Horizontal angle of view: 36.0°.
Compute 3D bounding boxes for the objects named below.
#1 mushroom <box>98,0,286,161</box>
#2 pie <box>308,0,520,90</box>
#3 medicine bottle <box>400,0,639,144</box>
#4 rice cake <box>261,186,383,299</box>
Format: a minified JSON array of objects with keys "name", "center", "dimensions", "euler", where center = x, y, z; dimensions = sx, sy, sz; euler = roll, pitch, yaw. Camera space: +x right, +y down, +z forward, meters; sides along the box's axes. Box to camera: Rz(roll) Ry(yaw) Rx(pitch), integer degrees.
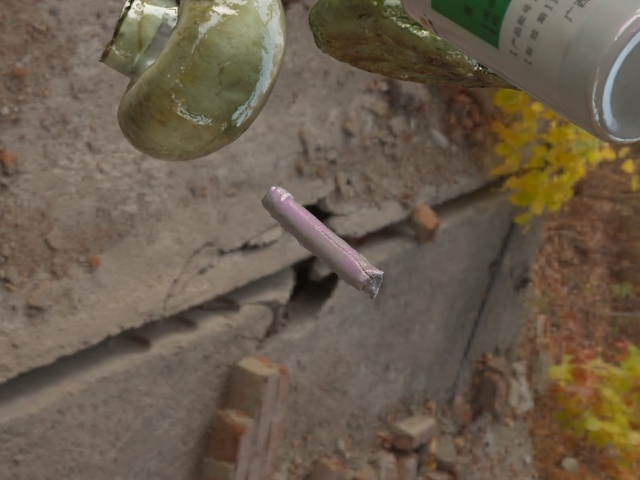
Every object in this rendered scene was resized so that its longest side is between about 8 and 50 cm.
[{"name":"mushroom","center":[-0.204,-0.295,1.564],"dimensions":[0.260,0.352,0.352],"euler":[24,66,-18]},{"name":"pie","center":[0.127,-0.215,1.101],"dimensions":[0.302,0.303,0.066],"euler":[8,96,-57]},{"name":"medicine bottle","center":[0.124,-0.156,0.639],"dimensions":[0.095,0.260,0.095],"euler":[-18,129,-24]},{"name":"rice cake","center":[0.000,0.000,1.563],"dimensions":[0.055,0.270,0.049],"euler":[-53,146,9]}]
